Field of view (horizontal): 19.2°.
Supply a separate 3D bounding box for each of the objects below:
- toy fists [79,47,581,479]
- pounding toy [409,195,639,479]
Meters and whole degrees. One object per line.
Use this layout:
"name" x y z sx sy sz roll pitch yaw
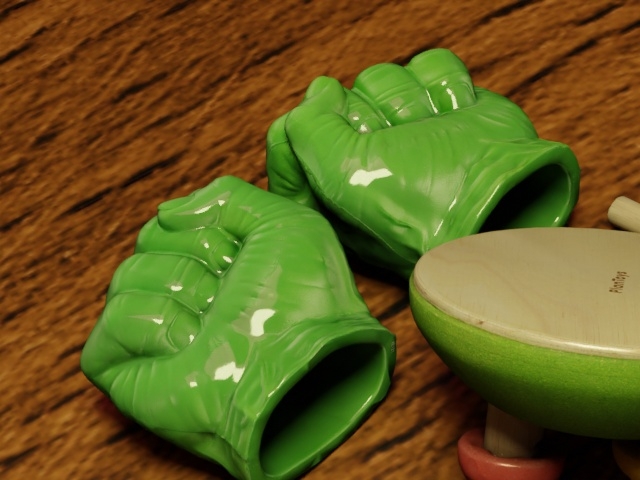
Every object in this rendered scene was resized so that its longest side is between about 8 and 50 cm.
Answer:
"toy fists" 0.000 0.000 0.970 0.142 0.096 0.279 30 59 34
"pounding toy" 0.147 0.065 0.895 0.183 0.110 0.237 17 21 38
